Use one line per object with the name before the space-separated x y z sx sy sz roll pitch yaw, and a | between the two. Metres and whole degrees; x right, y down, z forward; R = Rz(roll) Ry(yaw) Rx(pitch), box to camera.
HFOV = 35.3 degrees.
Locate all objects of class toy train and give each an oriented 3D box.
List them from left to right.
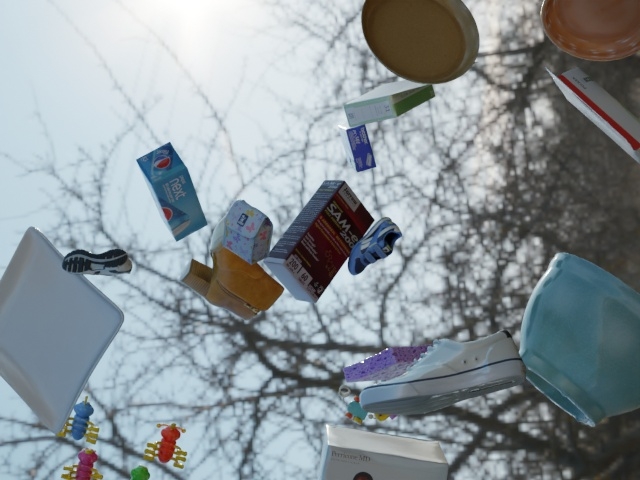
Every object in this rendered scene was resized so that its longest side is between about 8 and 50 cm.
toy train | 0.132 0.395 2.517 0.046 0.166 0.125 91 167 -73

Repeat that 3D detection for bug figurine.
bug figurine | -0.431 0.453 2.148 0.072 0.279 0.216 -103 32 -74

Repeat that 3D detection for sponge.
sponge | 0.151 0.215 1.776 0.210 0.117 0.031 2 -116 -48

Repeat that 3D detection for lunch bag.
lunch bag | -0.115 -0.016 1.584 0.053 0.071 0.083 -22 -45 -45

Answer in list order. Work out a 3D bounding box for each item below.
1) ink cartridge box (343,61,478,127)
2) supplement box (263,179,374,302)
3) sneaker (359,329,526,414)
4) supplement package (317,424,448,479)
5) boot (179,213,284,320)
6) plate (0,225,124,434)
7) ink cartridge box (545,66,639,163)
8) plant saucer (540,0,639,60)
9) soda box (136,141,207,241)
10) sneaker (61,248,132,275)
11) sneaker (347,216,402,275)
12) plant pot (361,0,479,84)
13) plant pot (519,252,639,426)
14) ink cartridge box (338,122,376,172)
ink cartridge box | 0.187 -0.294 2.030 0.171 0.235 0.056 -34 -68 -50
supplement box | 0.000 0.000 2.130 0.130 0.073 0.239 50 -117 -31
sneaker | 0.183 0.204 1.554 0.094 0.258 0.091 73 -175 -61
supplement package | 0.088 0.419 1.595 0.149 0.194 0.203 -86 5 -88
boot | -0.164 0.057 2.279 0.211 0.295 0.104 29 -140 -20
plate | -0.490 0.159 1.826 0.278 0.277 0.045 -58 -25 17
ink cartridge box | 0.455 -0.211 1.604 0.181 0.056 0.224 47 -169 19
plant saucer | 0.479 -0.391 1.718 0.200 0.200 0.037 64 -145 -47
soda box | -0.267 -0.085 1.827 0.067 0.071 0.210 55 168 27
sneaker | -0.325 0.038 1.470 0.044 0.109 0.040 63 -149 -60
sneaker | 0.113 0.018 2.098 0.144 0.059 0.053 -51 -41 -1
plant pot | 0.185 -0.391 1.898 0.032 0.236 0.236 124 149 -64
plant pot | 0.457 0.190 1.718 0.196 0.293 0.293 -49 -29 -5
ink cartridge box | 0.080 -0.208 2.214 0.207 0.046 0.097 -110 4 -80
